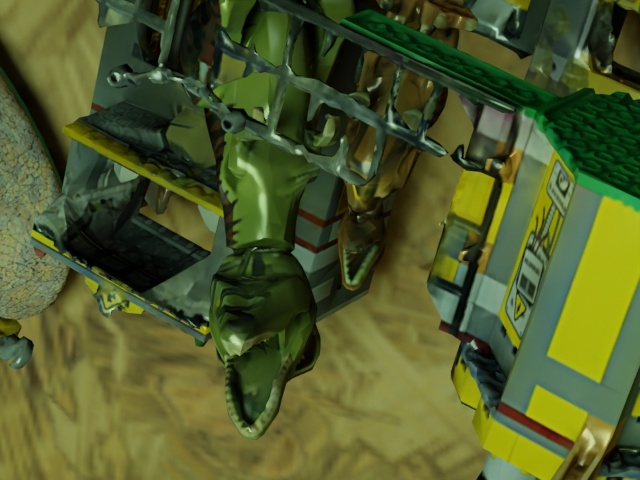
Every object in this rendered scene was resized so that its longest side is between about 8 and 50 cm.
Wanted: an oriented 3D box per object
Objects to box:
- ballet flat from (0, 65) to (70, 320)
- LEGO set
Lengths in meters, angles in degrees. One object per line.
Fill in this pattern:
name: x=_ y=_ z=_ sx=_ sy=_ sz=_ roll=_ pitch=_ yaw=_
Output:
ballet flat: x=-0.207 y=-0.088 z=0.608 sx=0.107 sy=0.106 sz=0.316 roll=-31 pitch=98 yaw=29
LEGO set: x=0.000 y=0.000 z=0.484 sx=0.331 sy=0.255 sz=0.192 roll=23 pitch=118 yaw=16
